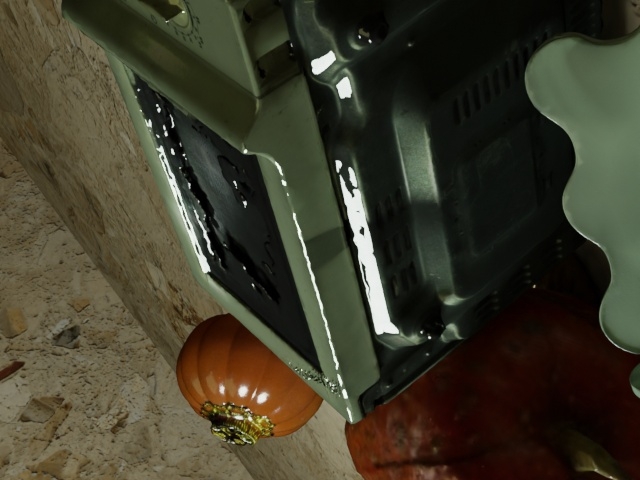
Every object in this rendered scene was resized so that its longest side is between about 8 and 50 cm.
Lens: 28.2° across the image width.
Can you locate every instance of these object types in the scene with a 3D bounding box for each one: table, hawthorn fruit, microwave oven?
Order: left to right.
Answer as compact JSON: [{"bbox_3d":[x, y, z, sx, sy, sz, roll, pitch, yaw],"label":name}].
[{"bbox_3d":[0.034,-0.104,0.794,0.218,0.286,0.355,40,156,39],"label":"microwave oven"},{"bbox_3d":[0.142,0.147,0.959,0.258,0.258,0.262,46,167,28],"label":"hawthorn fruit"},{"bbox_3d":[0.211,-0.036,0.692,0.166,0.166,0.198,16,131,64],"label":"table"}]

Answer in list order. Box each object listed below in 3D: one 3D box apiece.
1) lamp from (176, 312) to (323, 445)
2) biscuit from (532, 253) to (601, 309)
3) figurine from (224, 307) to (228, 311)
[{"bbox_3d":[-0.101,0.198,1.862,0.223,0.196,0.223,13,151,7],"label":"lamp"},{"bbox_3d":[0.189,0.059,1.113,0.176,0.031,0.228,23,144,58],"label":"biscuit"},{"bbox_3d":[-0.079,0.047,1.665,0.138,0.125,0.125,43,162,4],"label":"figurine"}]
